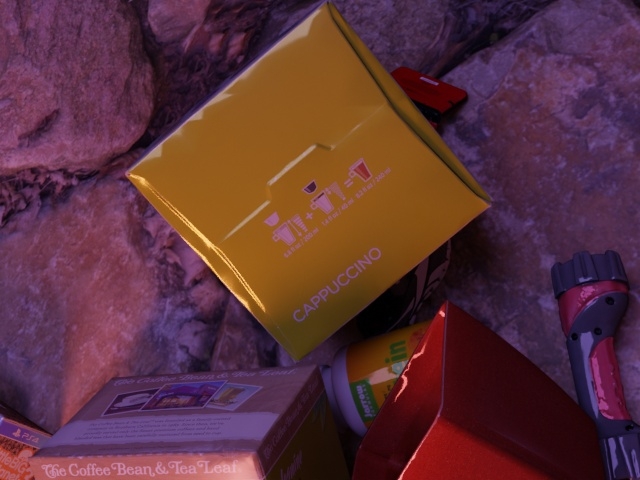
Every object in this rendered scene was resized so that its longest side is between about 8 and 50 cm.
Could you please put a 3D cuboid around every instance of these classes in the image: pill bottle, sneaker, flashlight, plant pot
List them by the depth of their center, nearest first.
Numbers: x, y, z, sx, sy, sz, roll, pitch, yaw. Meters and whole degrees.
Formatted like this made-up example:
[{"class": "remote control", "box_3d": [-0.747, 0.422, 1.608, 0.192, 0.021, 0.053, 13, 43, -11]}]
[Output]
[{"class": "plant pot", "box_3d": [0.190, 0.280, 1.260, 0.235, 0.267, 0.267, 26, 115, -3]}, {"class": "flashlight", "box_3d": [0.376, 0.167, 1.363, 0.103, 0.103, 0.304, -1, 63, -14]}, {"class": "pill bottle", "box_3d": [0.099, 0.197, 1.461, 0.245, 0.136, 0.136, -19, 59, 18]}, {"class": "sneaker", "box_3d": [0.120, 0.055, 1.537, 0.078, 0.106, 0.234, 21, 77, 32]}]

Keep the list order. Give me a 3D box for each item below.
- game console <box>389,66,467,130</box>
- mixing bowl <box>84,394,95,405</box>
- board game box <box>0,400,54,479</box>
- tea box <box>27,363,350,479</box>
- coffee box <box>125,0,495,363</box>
[{"class": "game console", "box_3d": [0.148, -0.204, 1.704, 0.144, 0.085, 0.124, 29, 51, 33]}, {"class": "mixing bowl", "box_3d": [-0.289, 0.321, 1.622, 0.181, 0.098, 0.181, -11, 62, 21]}, {"class": "board game box", "box_3d": [-0.619, 0.389, 1.729, 0.232, 0.141, 0.291, 22, 78, 33]}, {"class": "tea box", "box_3d": [-0.145, 0.355, 1.367, 0.329, 0.220, 0.324, -8, 108, 24]}, {"class": "coffee box", "box_3d": [-0.017, -0.095, 1.460, 0.337, 0.338, 0.334, -40, 10, 5]}]
